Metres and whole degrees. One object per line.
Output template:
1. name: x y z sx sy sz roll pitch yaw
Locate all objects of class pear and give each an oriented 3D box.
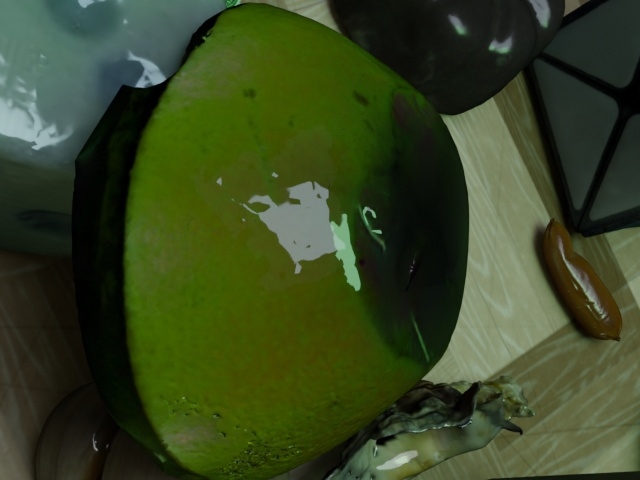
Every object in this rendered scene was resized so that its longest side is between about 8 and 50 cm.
1. pear: 0.004 0.003 0.786 0.399 0.165 0.399 3 86 -61

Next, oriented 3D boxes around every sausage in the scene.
1. sausage: 0.335 0.057 1.292 0.183 0.054 0.062 56 24 -4

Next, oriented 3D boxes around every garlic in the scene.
1. garlic: -0.137 0.213 0.888 0.214 0.160 0.191 28 58 -26

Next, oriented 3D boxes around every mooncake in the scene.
1. mooncake: 0.168 -0.320 1.236 0.306 0.154 0.306 11 68 -29

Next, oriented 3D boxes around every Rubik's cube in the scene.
1. Rubik's cube: 0.497 -0.183 1.318 0.307 0.305 0.310 -6 77 -36

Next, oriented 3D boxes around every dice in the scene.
1. dice: -0.250 -0.148 0.855 0.262 0.264 0.268 20 66 -26

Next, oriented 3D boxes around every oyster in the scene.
1. oyster: 0.104 0.197 1.030 0.275 0.271 0.100 -24 78 -6

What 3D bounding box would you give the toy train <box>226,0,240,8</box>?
1. toy train: -0.155 -0.282 1.055 0.119 0.085 0.251 -24 100 -19

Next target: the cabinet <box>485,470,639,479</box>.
1. cabinet: 0.218 0.415 0.977 0.227 0.290 0.318 -10 83 -35
